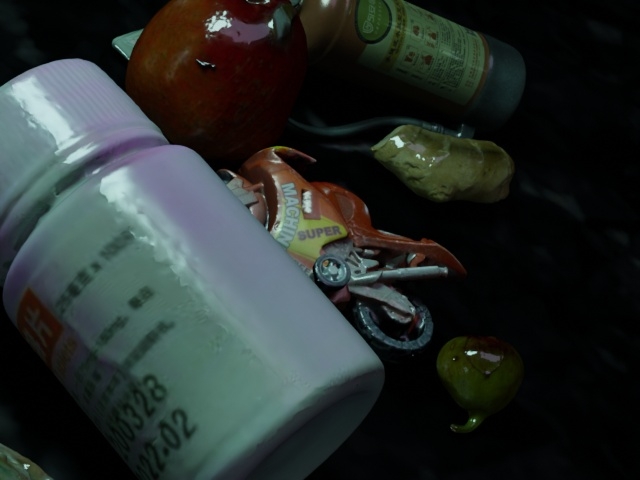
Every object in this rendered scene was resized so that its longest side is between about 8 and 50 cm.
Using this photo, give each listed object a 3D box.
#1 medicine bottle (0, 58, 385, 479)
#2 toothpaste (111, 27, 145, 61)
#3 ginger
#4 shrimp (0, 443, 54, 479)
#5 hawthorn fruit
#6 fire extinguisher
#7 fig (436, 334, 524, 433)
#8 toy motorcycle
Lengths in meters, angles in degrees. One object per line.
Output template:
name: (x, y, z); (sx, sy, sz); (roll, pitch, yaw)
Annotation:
medicine bottle: (-0.145, 0.043, 1.363); (0.388, 0.219, 0.219); (47, 41, 15)
toothpaste: (-0.134, -0.242, 1.811); (0.067, 0.037, 0.255); (47, 43, 7)
ginger: (0.145, -0.085, 1.820); (0.190, 0.069, 0.095); (7, 25, -29)
shrimp: (-0.274, 0.174, 1.244); (0.317, 0.077, 0.168); (33, 14, -10)
hawthorn fruit: (-0.101, -0.184, 1.635); (0.185, 0.202, 0.185); (21, 30, -13)
fire extinguisher: (0.060, -0.203, 1.824); (0.376, 0.113, 0.200); (20, 56, -30)
fig: (0.160, 0.144, 1.602); (0.084, 0.082, 0.098); (7, 84, -49)
toy motorcycle: (-0.001, 0.002, 1.608); (0.298, 0.089, 0.171); (32, 43, -2)
